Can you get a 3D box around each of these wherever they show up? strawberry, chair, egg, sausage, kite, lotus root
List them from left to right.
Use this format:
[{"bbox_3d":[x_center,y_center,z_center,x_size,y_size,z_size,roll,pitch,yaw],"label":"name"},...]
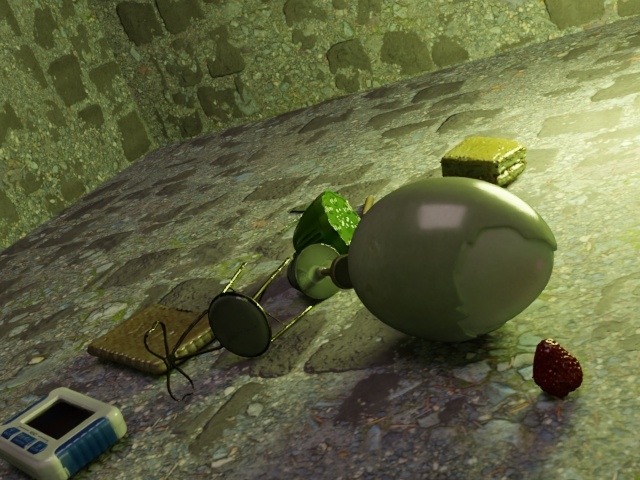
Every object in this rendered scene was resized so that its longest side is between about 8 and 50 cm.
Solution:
[{"bbox_3d":[-0.169,0.168,1.542,0.170,0.159,0.326,-9,19,33],"label":"chair"},{"bbox_3d":[-0.033,-0.084,2.249,0.250,0.012,0.229,-35,21,-32],"label":"kite"},{"bbox_3d":[0.000,0.000,1.815,0.186,0.186,0.186,-19,20,7],"label":"lotus root"},{"bbox_3d":[0.127,-0.091,2.085,0.024,0.024,0.132,-16,22,17],"label":"sausage"},{"bbox_3d":[0.224,0.031,1.304,0.336,0.278,0.278,-2,28,44],"label":"egg"},{"bbox_3d":[0.329,0.178,1.107,0.073,0.083,0.073,-32,23,16],"label":"strawberry"}]

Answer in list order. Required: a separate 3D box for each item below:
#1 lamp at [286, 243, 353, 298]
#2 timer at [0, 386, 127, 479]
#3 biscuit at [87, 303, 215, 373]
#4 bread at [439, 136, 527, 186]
[{"bbox_3d":[0.007,0.065,1.656,0.121,0.121,0.215,-31,10,-23],"label":"lamp"},{"bbox_3d":[-0.490,0.367,1.462,0.253,0.078,0.178,3,29,47],"label":"timer"},{"bbox_3d":[-0.370,0.220,1.764,0.325,0.044,0.217,1,29,47],"label":"biscuit"},{"bbox_3d":[0.406,-0.186,1.931,0.138,0.102,0.196,-37,27,-29],"label":"bread"}]
